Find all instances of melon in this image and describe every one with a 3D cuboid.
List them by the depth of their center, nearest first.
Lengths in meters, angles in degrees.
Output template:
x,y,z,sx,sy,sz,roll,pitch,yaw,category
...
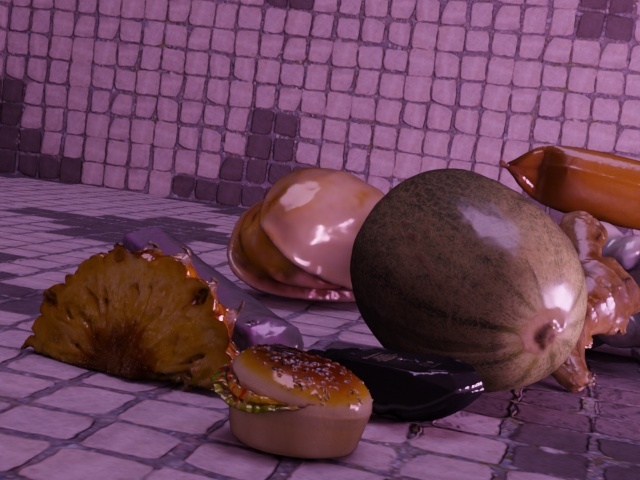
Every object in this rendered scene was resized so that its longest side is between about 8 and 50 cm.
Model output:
x,y,z,sx,sy,sz,roll,pitch,yaw,category
0.168,0.047,1.161,0.249,0.248,0.329,5,15,-21,melon

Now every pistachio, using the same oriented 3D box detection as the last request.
x,y,z,sx,sy,sz,roll,pitch,yaw,category
0.000,0.000,1.631,0.309,0.229,0.230,-5,13,-45,pistachio

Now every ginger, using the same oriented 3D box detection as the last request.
x,y,z,sx,sy,sz,roll,pitch,yaw,category
0.347,0.084,1.324,0.148,0.081,0.333,41,43,-3,ginger

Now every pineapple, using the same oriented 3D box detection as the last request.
x,y,z,sx,sy,sz,roll,pitch,yaw,category
-0.166,0.070,1.072,0.250,0.139,0.164,7,4,30,pineapple

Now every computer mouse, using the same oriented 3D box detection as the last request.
x,y,z,sx,sy,sz,roll,pitch,yaw,category
0.072,0.144,0.995,0.192,0.062,0.106,4,4,30,computer mouse

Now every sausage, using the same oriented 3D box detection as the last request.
x,y,z,sx,sy,sz,roll,pitch,yaw,category
0.432,-0.079,1.525,0.329,0.112,0.112,15,7,8,sausage

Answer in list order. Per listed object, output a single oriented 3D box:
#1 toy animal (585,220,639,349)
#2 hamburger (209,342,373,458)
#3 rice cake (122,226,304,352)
x,y,z,sx,sy,sz,roll,pitch,yaw,category
0.437,0.073,1.533,0.368,0.196,0.241,12,0,29,toy animal
-0.025,0.134,0.861,0.141,0.081,0.126,8,6,-1,hamburger
-0.145,0.065,1.228,0.070,0.064,0.399,-9,23,-32,rice cake
